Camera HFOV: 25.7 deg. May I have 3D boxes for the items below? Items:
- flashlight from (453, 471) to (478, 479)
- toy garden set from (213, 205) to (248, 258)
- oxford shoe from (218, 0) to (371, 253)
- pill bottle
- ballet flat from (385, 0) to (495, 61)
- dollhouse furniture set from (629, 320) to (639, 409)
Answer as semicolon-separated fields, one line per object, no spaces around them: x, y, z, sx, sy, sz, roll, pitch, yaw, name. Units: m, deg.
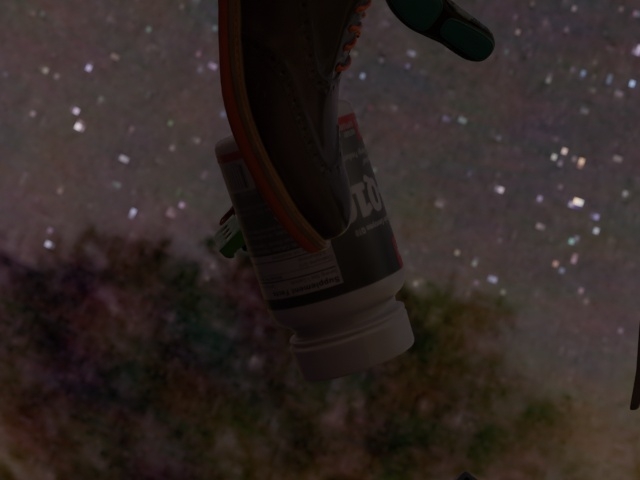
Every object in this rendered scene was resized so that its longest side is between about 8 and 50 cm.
0.107;0.394;1.528;0.103;0.304;0.103;21;-43;36;flashlight
-0.049;-0.077;1.961;0.049;0.244;0.204;43;2;-14;toy garden set
-0.008;-0.118;0.782;0.098;0.097;0.271;-11;-64;7;oxford shoe
0.000;0.000;1.560;0.161;0.161;0.283;-10;-79;53;pill bottle
0.157;-0.309;1.927;0.188;0.070;0.070;35;-25;-23;ballet flat
0.466;0.105;1.427;0.262;0.135;0.259;5;5;21;dollhouse furniture set
